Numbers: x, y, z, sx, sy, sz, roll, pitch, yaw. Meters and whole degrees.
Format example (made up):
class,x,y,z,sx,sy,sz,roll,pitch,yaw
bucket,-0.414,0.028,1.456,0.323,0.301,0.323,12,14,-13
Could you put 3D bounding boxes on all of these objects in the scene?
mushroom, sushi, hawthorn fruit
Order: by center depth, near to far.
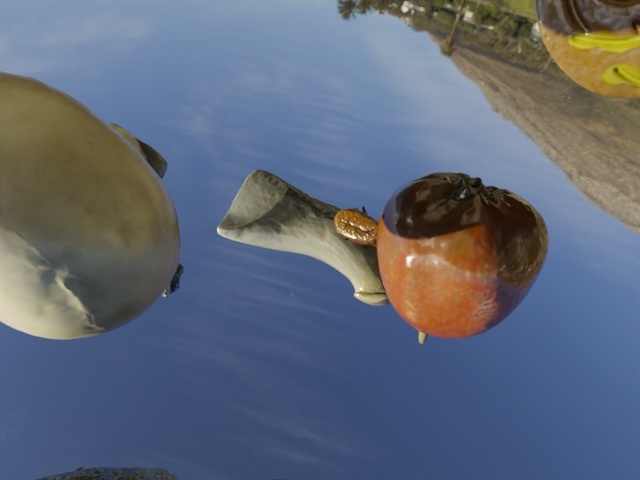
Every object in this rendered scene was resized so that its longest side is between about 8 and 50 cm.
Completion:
class,x,y,z,sx,sy,sz,roll,pitch,yaw
mushroom,-0.232,-0.032,0.362,0.246,0.246,0.202,20,-136,9
hawthorn fruit,0.161,0.039,0.524,0.199,0.251,0.199,3,-149,-2
sushi,0.067,-0.019,0.660,0.118,0.061,0.060,41,-167,30
mushroom,0.001,0.001,0.875,0.396,0.126,0.177,23,-118,3

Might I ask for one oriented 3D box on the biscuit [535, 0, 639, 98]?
class,x,y,z,sx,sy,sz,roll,pitch,yaw
biscuit,0.493,-0.386,0.542,0.350,0.394,0.070,48,-134,-5

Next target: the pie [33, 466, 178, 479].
class,x,y,z,sx,sy,sz,roll,pitch,yaw
pie,-0.376,0.447,0.702,0.276,0.079,0.277,5,177,0

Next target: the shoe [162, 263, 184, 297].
class,x,y,z,sx,sy,sz,roll,pitch,yaw
shoe,-0.399,0.084,1.101,0.063,0.143,0.071,28,-151,23

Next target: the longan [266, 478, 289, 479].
class,x,y,z,sx,sy,sz,roll,pitch,yaw
longan,-0.083,0.704,0.871,0.360,0.361,0.361,8,-143,-6
